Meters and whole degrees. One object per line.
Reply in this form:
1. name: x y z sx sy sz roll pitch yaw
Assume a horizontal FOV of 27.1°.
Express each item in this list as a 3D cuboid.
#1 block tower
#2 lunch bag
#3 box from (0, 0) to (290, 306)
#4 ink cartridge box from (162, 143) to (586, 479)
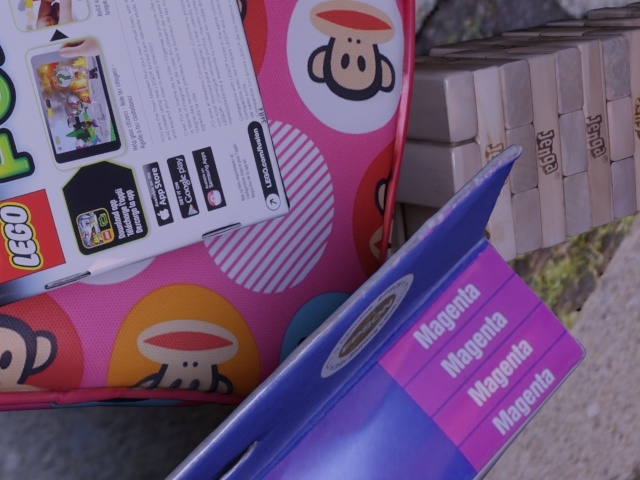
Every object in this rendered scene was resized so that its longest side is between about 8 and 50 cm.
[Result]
1. block tower: 0.160 -0.073 0.689 0.335 0.097 0.091 -17 108 -34
2. lunch bag: -0.101 -0.067 0.491 0.293 0.120 0.258 7 89 -36
3. box: -0.087 -0.093 0.415 0.114 0.036 0.207 -18 99 -33
4. ink cartridge box: -0.036 0.156 0.501 0.071 0.330 0.324 42 71 12
